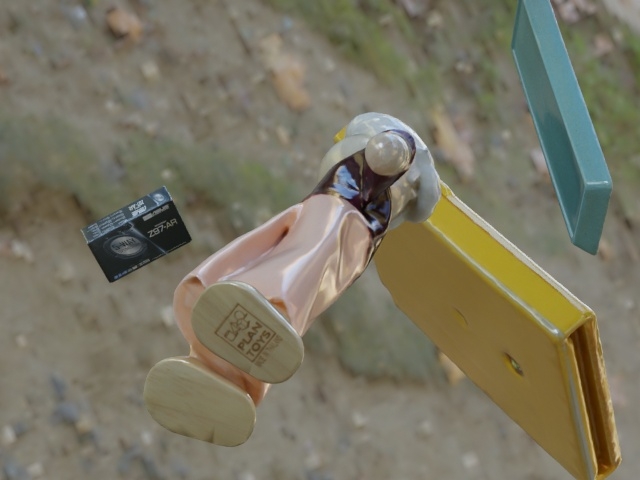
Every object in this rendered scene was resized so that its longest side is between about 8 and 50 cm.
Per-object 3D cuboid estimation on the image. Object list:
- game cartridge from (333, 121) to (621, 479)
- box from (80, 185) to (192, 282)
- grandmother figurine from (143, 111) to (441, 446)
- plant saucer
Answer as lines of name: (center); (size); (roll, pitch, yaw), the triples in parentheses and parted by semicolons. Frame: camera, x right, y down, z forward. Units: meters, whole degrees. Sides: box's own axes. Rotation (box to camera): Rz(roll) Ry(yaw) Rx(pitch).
game cartridge: (0.151, 0.059, 1.883); (0.324, 0.052, 0.285); (45, -15, 34)
box: (-0.160, -0.005, 1.727); (0.018, 0.083, 0.067); (59, -6, 35)
grandmother figurine: (0.000, 0.000, 1.344); (0.104, 0.208, 0.342); (43, 31, -3)
plant saucer: (0.150, -0.081, 1.259); (0.067, 0.018, 0.192); (94, -12, -48)
